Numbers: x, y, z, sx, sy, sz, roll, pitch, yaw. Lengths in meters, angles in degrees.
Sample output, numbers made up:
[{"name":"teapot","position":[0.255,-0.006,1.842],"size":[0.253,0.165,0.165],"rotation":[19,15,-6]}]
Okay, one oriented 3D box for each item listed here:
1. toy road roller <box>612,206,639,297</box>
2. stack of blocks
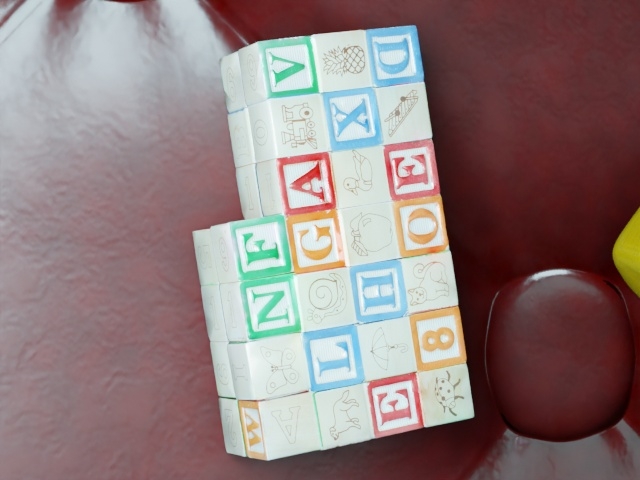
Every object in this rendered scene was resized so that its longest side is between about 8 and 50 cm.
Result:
[{"name":"toy road roller","position":[0.389,0.044,1.437],"size":[0.202,0.240,0.329],"rotation":[-50,131,-15]},{"name":"stack of blocks","position":[0.000,0.000,1.322],"size":[0.171,0.087,0.297],"rotation":[-9,91,-23]}]
